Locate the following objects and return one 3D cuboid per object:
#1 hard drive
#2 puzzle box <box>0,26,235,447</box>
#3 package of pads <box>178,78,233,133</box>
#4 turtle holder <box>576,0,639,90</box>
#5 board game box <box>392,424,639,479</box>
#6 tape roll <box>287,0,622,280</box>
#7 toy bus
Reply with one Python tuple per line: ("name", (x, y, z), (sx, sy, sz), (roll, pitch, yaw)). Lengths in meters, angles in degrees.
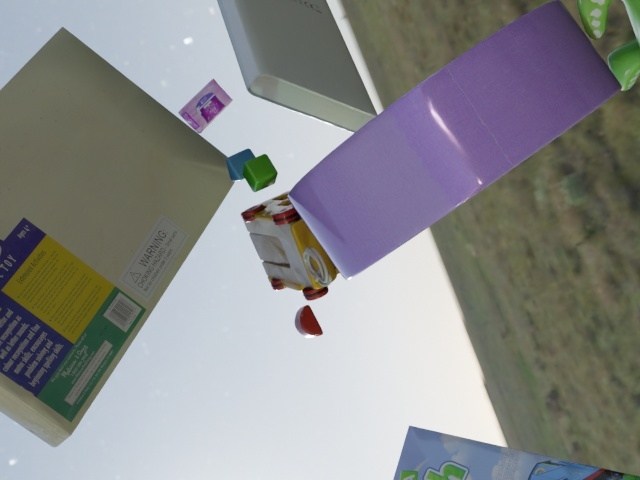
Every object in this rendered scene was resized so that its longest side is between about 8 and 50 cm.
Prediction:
("hard drive", (-0.046, -0.287, 1.378), (0.203, 0.040, 0.308), (15, -139, -37))
("puzzle box", (-0.280, -0.021, 1.074), (0.272, 0.052, 0.409), (39, -131, -12))
("package of pads", (-0.185, -0.218, 1.636), (0.050, 0.083, 0.032), (46, 154, -12))
("turtle holder", (0.315, -0.291, 0.822), (0.320, 0.227, 0.243), (56, -149, -37))
("board game box", (0.146, 0.243, 0.779), (0.039, 0.211, 0.160), (48, -125, -52))
("tape roll", (0.108, -0.079, 0.837), (0.090, 0.274, 0.275), (56, -174, 1))
("toy bus", (-0.007, -0.006, 1.094), (0.202, 0.104, 0.191), (52, 158, 29))
